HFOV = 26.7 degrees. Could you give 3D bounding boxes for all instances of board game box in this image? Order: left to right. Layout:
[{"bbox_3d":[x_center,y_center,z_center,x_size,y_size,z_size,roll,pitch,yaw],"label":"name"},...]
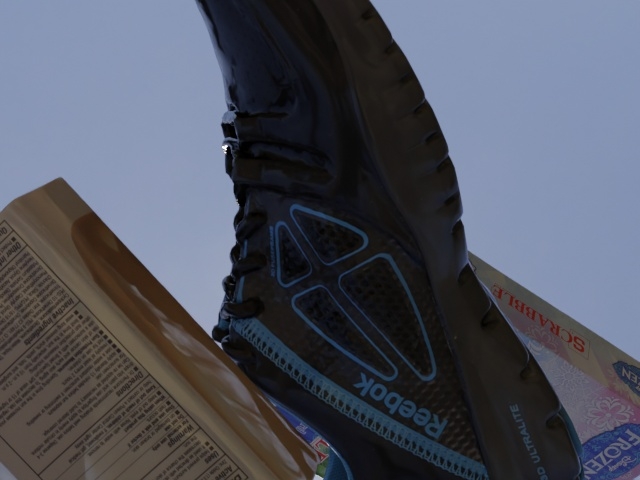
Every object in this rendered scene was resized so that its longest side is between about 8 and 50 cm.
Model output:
[{"bbox_3d":[0.141,0.175,1.342,0.318,0.319,0.066,32,-139,-11],"label":"board game box"}]

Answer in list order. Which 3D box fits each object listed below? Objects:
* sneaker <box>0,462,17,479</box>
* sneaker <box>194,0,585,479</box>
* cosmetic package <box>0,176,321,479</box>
[{"bbox_3d":[-0.253,0.263,1.417,0.169,0.448,0.257,-37,-157,-27],"label":"sneaker"},{"bbox_3d":[0.000,0.000,0.624,0.139,0.341,0.125,-25,-173,2],"label":"sneaker"},{"bbox_3d":[-0.060,0.044,0.382,0.115,0.060,0.041,49,-166,-4],"label":"cosmetic package"}]
